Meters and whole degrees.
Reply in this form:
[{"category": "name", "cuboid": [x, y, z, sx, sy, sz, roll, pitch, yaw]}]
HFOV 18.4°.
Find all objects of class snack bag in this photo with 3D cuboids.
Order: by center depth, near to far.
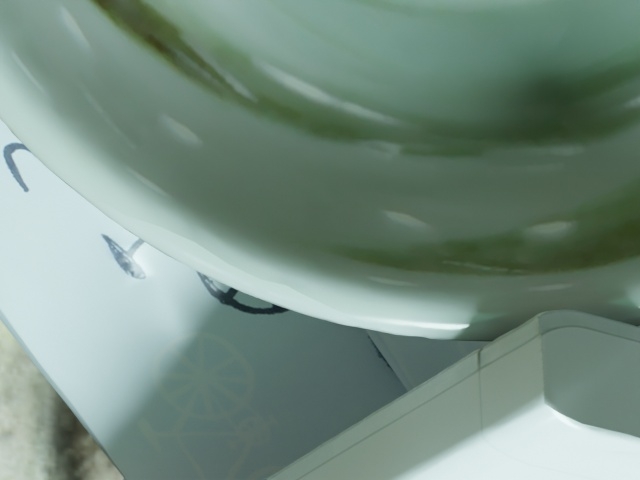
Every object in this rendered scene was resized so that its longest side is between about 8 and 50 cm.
[{"category": "snack bag", "cuboid": [0.000, 0.000, 0.826, 0.342, 0.037, 0.323, -19, 121, 24]}]

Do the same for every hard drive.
[{"category": "hard drive", "cuboid": [0.076, 0.134, 0.802, 0.233, 0.047, 0.353, 15, 148, -28]}]

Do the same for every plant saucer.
[{"category": "plant saucer", "cuboid": [0.051, -0.165, 0.624, 0.400, 0.100, 0.400, 3, 115, 8]}]
